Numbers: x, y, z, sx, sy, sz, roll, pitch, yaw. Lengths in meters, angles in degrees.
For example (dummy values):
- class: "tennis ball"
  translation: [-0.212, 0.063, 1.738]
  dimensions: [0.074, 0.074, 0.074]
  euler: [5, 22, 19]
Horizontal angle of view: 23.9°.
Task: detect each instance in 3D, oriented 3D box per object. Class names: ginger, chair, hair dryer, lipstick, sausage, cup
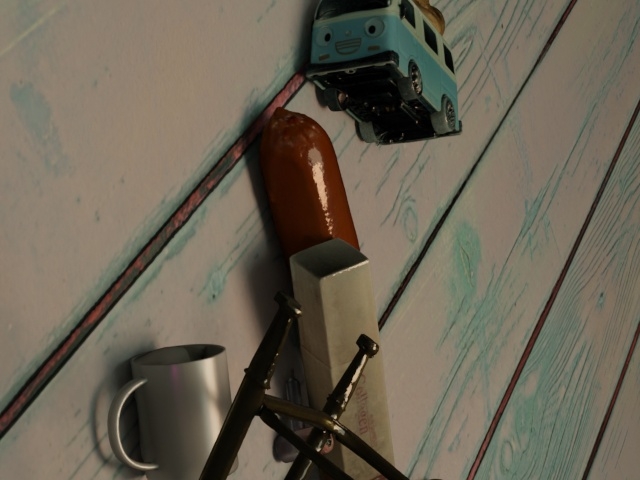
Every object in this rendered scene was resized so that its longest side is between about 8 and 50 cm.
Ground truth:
- class: "ginger"
  translation: [0.136, -0.344, 2.187]
  dimensions: [0.133, 0.059, 0.214]
  euler: [59, 13, 4]
- class: "chair"
  translation: [0.016, 0.338, 1.451]
  dimensions: [0.410, 0.364, 0.362]
  euler: [-52, 163, 1]
- class: "hair dryer"
  translation: [-0.024, 0.210, 1.847]
  dimensions: [0.037, 0.063, 0.114]
  euler: [30, 46, -57]
- class: "lipstick"
  translation: [0.031, 0.180, 1.850]
  dimensions: [0.076, 0.080, 0.371]
  euler: [-21, 122, -23]
- class: "sausage"
  translation: [0.000, 0.001, 1.860]
  dimensions: [0.097, 0.094, 0.348]
  euler: [-49, 131, -48]
- class: "cup"
  translation: [-0.157, 0.180, 1.555]
  dimensions: [0.099, 0.136, 0.133]
  euler: [-159, -118, -72]

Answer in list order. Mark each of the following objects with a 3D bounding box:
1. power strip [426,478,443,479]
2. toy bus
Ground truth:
- class: "power strip"
  translation: [0.120, 0.395, 2.138]
  dimensions: [0.268, 0.034, 0.092]
  euler: [5, 84, -63]
- class: "toy bus"
  translation: [0.087, -0.241, 2.015]
  dimensions: [0.271, 0.133, 0.165]
  euler: [34, 53, -61]
